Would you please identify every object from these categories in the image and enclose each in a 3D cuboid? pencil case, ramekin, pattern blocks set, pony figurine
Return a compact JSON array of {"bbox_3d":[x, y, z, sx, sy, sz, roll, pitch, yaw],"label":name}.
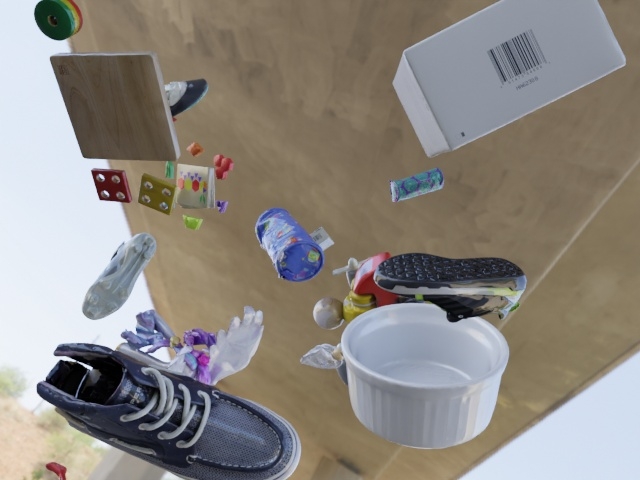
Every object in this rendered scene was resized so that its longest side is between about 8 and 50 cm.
[{"bbox_3d":[0.270,-0.157,1.704,0.070,0.152,0.064,-134,-151,-68],"label":"pencil case"},{"bbox_3d":[0.174,0.228,1.044,0.277,0.277,0.135,13,-65,30],"label":"ramekin"},{"bbox_3d":[-0.415,-0.179,2.018,0.325,0.026,0.285,21,-74,37],"label":"pattern blocks set"},{"bbox_3d":[-0.092,0.012,1.641,0.119,0.133,0.306,48,0,-27],"label":"pencil case"},{"bbox_3d":[-0.307,0.307,1.383,0.364,0.303,0.350,27,-60,30],"label":"pony figurine"}]

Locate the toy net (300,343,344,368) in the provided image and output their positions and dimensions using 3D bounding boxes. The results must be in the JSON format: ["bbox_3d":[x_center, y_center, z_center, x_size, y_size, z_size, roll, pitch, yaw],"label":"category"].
[{"bbox_3d":[0.075,0.243,1.301,0.232,0.045,0.122,-5,-41,5],"label":"toy net"}]

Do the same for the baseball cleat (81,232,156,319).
[{"bbox_3d":[-0.403,0.074,1.204,0.072,0.206,0.109,48,-31,-22],"label":"baseball cleat"}]

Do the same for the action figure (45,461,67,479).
[{"bbox_3d":[-0.548,0.543,1.171,0.139,0.091,0.280,30,2,-37],"label":"action figure"}]

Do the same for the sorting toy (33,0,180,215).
[{"bbox_3d":[-0.238,-0.159,0.740,0.132,0.046,0.274,3,-55,13],"label":"sorting toy"}]

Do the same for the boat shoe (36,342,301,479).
[{"bbox_3d":[-0.194,0.226,0.770,0.341,0.127,0.158,11,-28,7],"label":"boat shoe"}]

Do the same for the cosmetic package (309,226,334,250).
[{"bbox_3d":[0.000,0.000,1.823,0.041,0.060,0.115,55,1,12],"label":"cosmetic package"}]

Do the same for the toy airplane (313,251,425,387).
[{"bbox_3d":[0.115,0.223,1.632,0.273,0.384,0.386,8,-3,1],"label":"toy airplane"}]

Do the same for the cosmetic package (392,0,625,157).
[{"bbox_3d":[0.229,-0.222,0.806,0.138,0.224,0.224,64,5,-2],"label":"cosmetic package"}]

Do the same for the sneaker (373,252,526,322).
[{"bbox_3d":[0.187,0.081,0.863,0.235,0.084,0.097,4,-62,-13],"label":"sneaker"}]

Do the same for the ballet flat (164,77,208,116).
[{"bbox_3d":[-0.359,-0.327,1.434,0.203,0.074,0.074,-28,-64,23],"label":"ballet flat"}]
